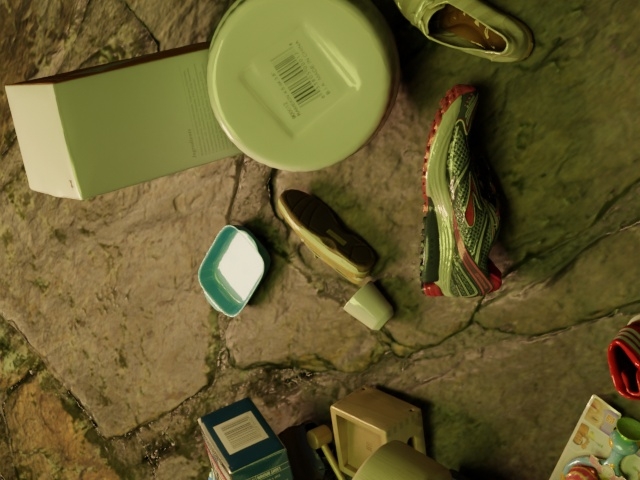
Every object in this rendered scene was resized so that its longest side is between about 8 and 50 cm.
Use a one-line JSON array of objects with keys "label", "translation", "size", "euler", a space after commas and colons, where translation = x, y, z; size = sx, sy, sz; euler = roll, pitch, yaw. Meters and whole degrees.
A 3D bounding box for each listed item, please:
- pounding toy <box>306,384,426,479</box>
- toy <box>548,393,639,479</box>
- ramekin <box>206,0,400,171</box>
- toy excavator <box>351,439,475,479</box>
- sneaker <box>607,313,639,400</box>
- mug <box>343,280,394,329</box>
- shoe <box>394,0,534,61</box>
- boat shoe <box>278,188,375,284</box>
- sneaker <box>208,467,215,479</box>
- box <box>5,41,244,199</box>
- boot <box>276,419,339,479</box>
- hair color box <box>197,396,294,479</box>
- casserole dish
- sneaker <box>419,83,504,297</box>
[{"label": "pounding toy", "translation": [0.076, 0.333, 1.781], "size": [0.206, 0.094, 0.181], "euler": [18, 124, 46]}, {"label": "toy", "translation": [0.386, 0.344, 1.527], "size": [0.137, 0.056, 0.237], "euler": [36, 128, 27]}, {"label": "ramekin", "translation": [-0.026, -0.226, 1.501], "size": [0.277, 0.135, 0.277], "euler": [0, 104, 2]}, {"label": "toy excavator", "translation": [0.162, 0.450, 1.506], "size": [0.222, 0.445, 0.433], "euler": [26, 111, 32]}, {"label": "sneaker", "translation": [0.441, 0.201, 1.364], "size": [0.221, 0.128, 0.087], "euler": [46, 133, 20]}, {"label": "mug", "translation": [0.081, 0.106, 1.707], "size": [0.064, 0.078, 0.062], "euler": [43, 99, 9]}, {"label": "shoe", "translation": [0.177, -0.295, 1.439], "size": [0.219, 0.058, 0.077], "euler": [31, 126, 28]}, {"label": "boat shoe", "translation": [0.000, 0.000, 1.723], "size": [0.190, 0.068, 0.072], "euler": [45, 143, 18]}, {"label": "sneaker", "translation": [-0.183, 0.434, 2.050], "size": [0.126, 0.091, 0.240], "euler": [-10, 102, 44]}, {"label": "box", "translation": [-0.260, -0.190, 1.644], "size": [0.215, 0.345, 0.168], "euler": [11, 116, 56]}, {"label": "boot", "translation": [-0.001, 0.413, 1.884], "size": [0.219, 0.082, 0.106], "euler": [55, 137, 12]}, {"label": "hair color box", "translation": [-0.103, 0.465, 1.890], "size": [0.174, 0.105, 0.347], "euler": [44, 151, 56]}, {"label": "casserole dish", "translation": [-0.145, 0.049, 1.890], "size": [0.114, 0.037, 0.188], "euler": [48, 132, 17]}, {"label": "sneaker", "translation": [0.197, -0.067, 1.496], "size": [0.112, 0.121, 0.299], "euler": [3, 111, 10]}]
